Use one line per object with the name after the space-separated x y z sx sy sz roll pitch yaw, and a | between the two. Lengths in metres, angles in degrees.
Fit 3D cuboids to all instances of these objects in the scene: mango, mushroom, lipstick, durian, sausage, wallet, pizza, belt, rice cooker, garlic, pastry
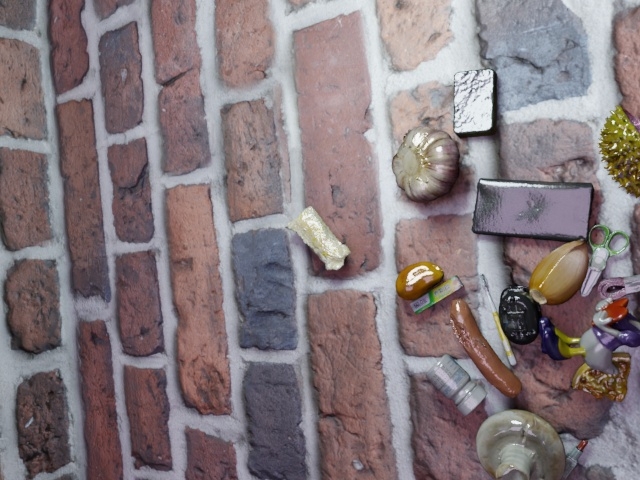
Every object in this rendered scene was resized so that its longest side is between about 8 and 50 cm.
0.312 0.125 1.639 0.159 0.084 0.105 -26 63 6 | mango
0.556 0.607 1.445 0.243 0.243 0.244 1 92 28 | mushroom
0.721 0.615 1.466 0.030 0.030 0.129 34 106 23 | lipstick
0.813 -0.224 1.324 0.153 0.186 0.261 -39 61 17 | durian
0.484 0.326 1.553 0.087 0.079 0.327 -32 77 -6 | sausage
0.608 -0.089 1.495 0.320 0.044 0.171 7 94 31 | wallet
0.790 0.380 1.412 0.134 0.046 0.175 49 111 18 | pizza
0.860 0.112 1.363 0.231 0.053 0.072 -20 85 29 | belt
0.576 0.216 1.487 0.112 0.106 0.166 -11 100 35 | rice cooker
0.335 -0.229 1.573 0.245 0.160 0.245 -8 81 62 | garlic
0.003 -0.006 1.790 0.258 0.089 0.121 44 107 18 | pastry
0.666 0.085 1.436 0.207 0.128 0.115 -59 24 11 | garlic

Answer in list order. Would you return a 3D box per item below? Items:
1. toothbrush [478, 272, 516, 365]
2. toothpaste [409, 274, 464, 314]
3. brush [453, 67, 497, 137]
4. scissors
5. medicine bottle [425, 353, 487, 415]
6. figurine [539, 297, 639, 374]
0.533 0.238 1.555 0.021 0.024 0.289 -22 82 26 | toothbrush
0.368 0.173 1.633 0.178 0.037 0.043 -36 77 24 | toothpaste
0.464 -0.414 1.548 0.123 0.059 0.198 1 92 26 | brush
0.765 0.061 1.425 0.101 0.027 0.205 26 103 29 | scissors
0.415 0.441 1.580 0.168 0.105 0.105 45 111 20 | medicine bottle
0.784 0.254 1.330 0.420 0.154 0.194 -21 95 30 | figurine
